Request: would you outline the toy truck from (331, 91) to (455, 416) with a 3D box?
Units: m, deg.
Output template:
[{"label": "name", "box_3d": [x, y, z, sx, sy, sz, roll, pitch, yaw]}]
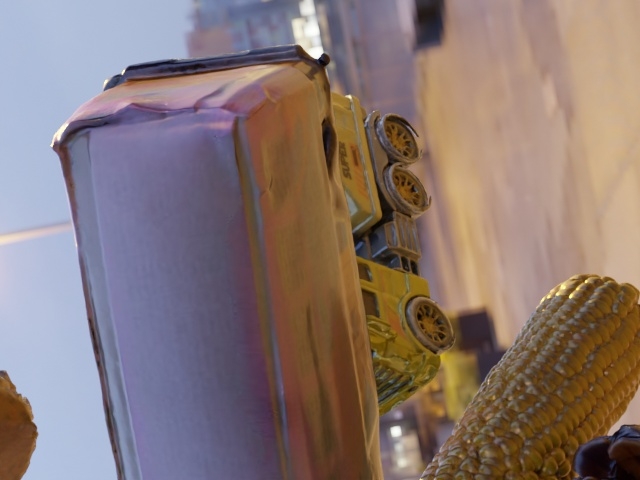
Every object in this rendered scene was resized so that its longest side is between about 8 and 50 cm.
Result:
[{"label": "toy truck", "box_3d": [0.000, 0.000, 1.346, 0.157, 0.124, 0.272, 21, -134, -35]}]

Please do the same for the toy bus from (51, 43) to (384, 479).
[{"label": "toy bus", "box_3d": [-0.065, 0.077, 1.121, 0.162, 0.171, 0.386, -36, -61, -65]}]

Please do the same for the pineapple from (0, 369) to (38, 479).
[{"label": "pineapple", "box_3d": [-0.457, 0.145, 1.780, 0.362, 0.202, 0.202, 41, 155, 37]}]

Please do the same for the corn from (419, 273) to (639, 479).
[{"label": "corn", "box_3d": [0.167, 0.120, 1.243, 0.310, 0.101, 0.101, -47, -44, -45]}]

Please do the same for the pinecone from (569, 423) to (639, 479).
[{"label": "pinecone", "box_3d": [0.219, 0.196, 1.111, 0.173, 0.174, 0.173, -11, -90, -89]}]
